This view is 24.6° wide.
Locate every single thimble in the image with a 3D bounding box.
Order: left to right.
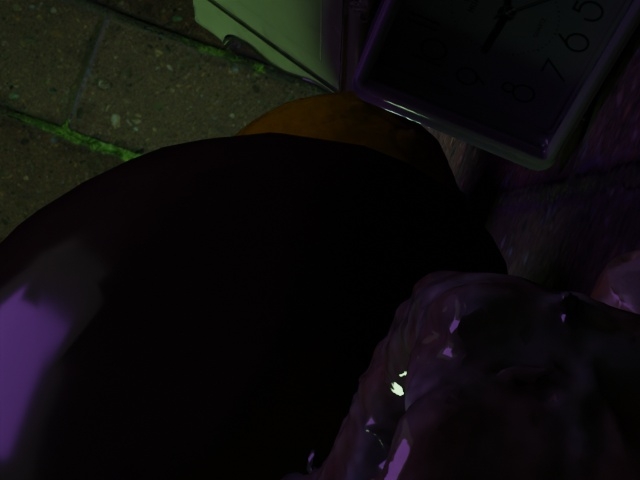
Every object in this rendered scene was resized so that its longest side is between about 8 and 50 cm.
[{"bbox_3d":[0.054,0.123,0.429,0.229,0.148,0.196,112,176,-58],"label":"thimble"}]

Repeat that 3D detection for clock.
[{"bbox_3d":[0.118,-0.146,0.905,0.197,0.150,0.063,115,177,-50],"label":"clock"}]

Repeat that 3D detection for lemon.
[{"bbox_3d":[0.000,0.000,1.243,0.288,0.233,0.233,-53,13,37],"label":"lemon"}]

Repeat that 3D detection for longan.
[{"bbox_3d":[-0.066,0.120,0.877,0.404,0.336,0.404,-35,-23,-17],"label":"longan"}]

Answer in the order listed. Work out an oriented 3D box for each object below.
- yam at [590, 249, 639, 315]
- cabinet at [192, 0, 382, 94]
[{"bbox_3d":[0.088,0.123,0.601,0.066,0.066,0.300,-75,8,-55],"label":"yam"},{"bbox_3d":[0.045,-0.297,1.268,0.290,0.227,0.318,-49,-15,-18],"label":"cabinet"}]
